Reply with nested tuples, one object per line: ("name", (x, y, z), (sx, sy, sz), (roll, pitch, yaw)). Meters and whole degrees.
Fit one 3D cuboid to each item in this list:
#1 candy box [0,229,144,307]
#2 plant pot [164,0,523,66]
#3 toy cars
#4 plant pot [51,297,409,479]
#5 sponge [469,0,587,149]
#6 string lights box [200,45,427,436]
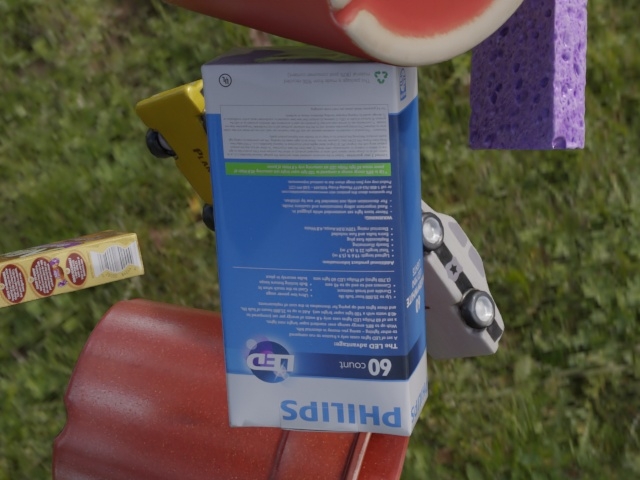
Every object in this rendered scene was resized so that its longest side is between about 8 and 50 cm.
("candy box", (-0.303, 0.032, 1.615), (0.187, 0.053, 0.109), (-15, 8, -22))
("plant pot", (0.004, -0.239, 0.909), (0.275, 0.275, 0.243), (-42, 46, -13))
("toy cars", (0.010, -0.033, 1.337), (0.394, 0.176, 0.087), (29, 54, 10))
("plant pot", (-0.074, 0.177, 1.269), (0.265, 0.272, 0.272), (14, 61, 13))
("sponge", (0.152, -0.170, 1.063), (0.031, 0.117, 0.210), (1, 91, -25))
("string lights box", (0.000, 0.000, 0.994), (0.133, 0.259, 0.077), (2, 18, 14))
